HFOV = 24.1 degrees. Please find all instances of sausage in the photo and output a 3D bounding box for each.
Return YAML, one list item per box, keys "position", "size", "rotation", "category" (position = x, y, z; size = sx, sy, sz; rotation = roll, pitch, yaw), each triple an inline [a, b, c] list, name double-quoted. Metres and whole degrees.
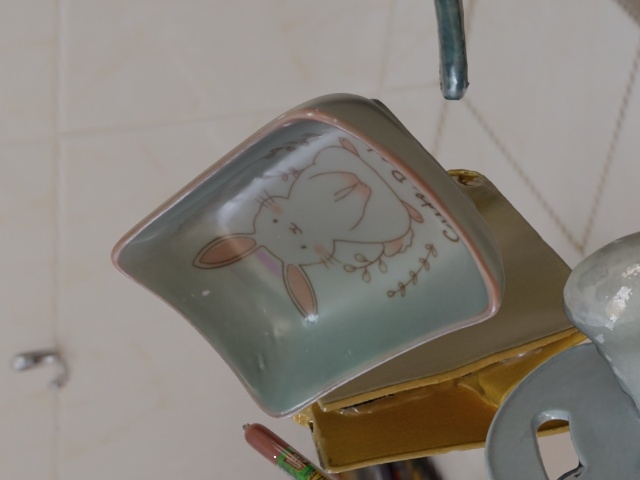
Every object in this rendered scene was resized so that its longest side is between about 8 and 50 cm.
- position: [-0.005, 0.261, 1.620]
  size: [0.223, 0.029, 0.029]
  rotation: [33, 135, 29]
  category: "sausage"

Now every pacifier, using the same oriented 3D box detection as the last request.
- position: [0.224, 0.079, 0.929]
  size: [0.227, 0.279, 0.207]
  rotation: [-95, -17, -64]
  category: "pacifier"

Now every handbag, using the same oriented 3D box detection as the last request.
- position: [0.087, 0.075, 1.465]
  size: [0.401, 0.283, 0.133]
  rotation: [-115, 15, -64]
  category: "handbag"

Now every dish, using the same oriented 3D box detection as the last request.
- position: [0.000, 0.000, 0.839]
  size: [0.151, 0.077, 0.212]
  rotation: [45, 136, -13]
  category: "dish"

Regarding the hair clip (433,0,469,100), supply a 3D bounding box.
- position: [-0.014, -0.326, 0.889]
  size: [0.318, 0.238, 0.392]
  rotation: [-88, 2, -48]
  category: "hair clip"
